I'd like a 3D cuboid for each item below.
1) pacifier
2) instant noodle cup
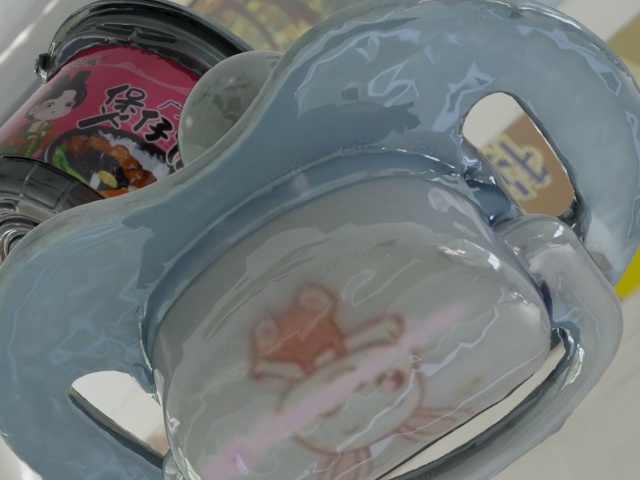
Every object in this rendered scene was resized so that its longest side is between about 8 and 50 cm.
[{"bbox_3d":[0.000,0.000,0.483,0.287,0.238,0.226,-35,-138,15],"label":"pacifier"},{"bbox_3d":[-0.146,-0.025,0.827,0.302,0.258,0.181,-12,-149,43],"label":"instant noodle cup"}]
